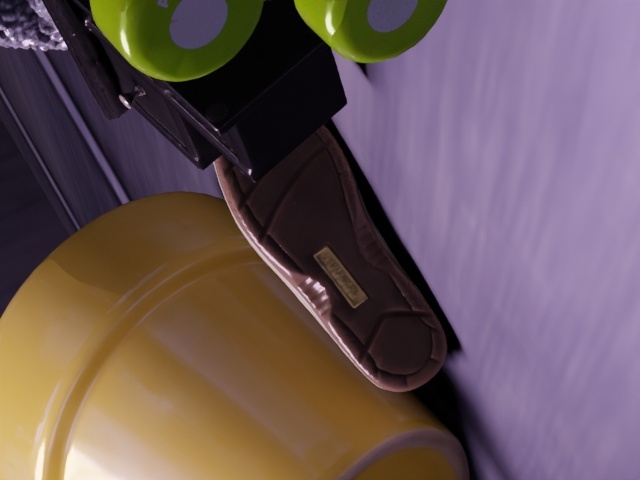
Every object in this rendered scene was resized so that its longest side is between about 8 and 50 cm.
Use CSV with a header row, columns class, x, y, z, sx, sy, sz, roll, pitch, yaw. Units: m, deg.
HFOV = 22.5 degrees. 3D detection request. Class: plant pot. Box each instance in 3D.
class,x,y,z,sx,sy,sz,roll,pitch,yaw
plant pot,-0.046,0.129,0.992,0.239,0.254,0.254,30,151,38

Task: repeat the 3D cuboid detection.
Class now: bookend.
class,x,y,z,sx,sy,sz,roll,pitch,yaw
bookend,-0.054,-0.080,0.769,0.156,0.072,0.157,43,167,26

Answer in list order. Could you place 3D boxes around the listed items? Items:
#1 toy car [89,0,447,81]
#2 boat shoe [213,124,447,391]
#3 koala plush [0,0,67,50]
class,x,y,z,sx,sy,sz,roll,pitch,yaw
toy car,-0.030,-0.173,0.520,0.155,0.149,0.188,48,134,38
boat shoe,0.000,0.000,0.872,0.190,0.068,0.072,60,180,4
koala plush,-0.208,-0.215,0.801,0.221,0.203,0.196,80,178,-62
